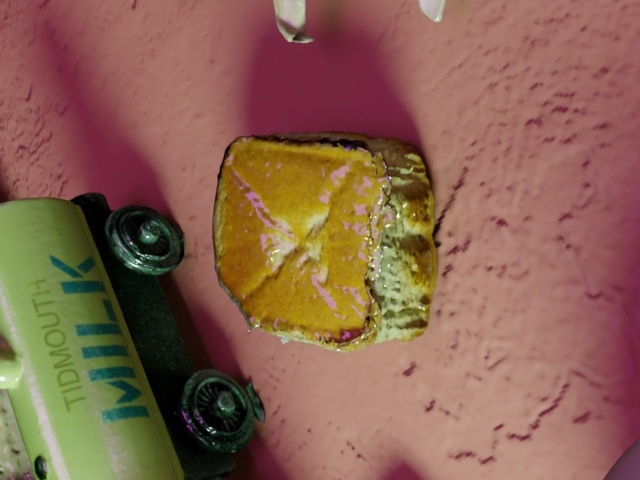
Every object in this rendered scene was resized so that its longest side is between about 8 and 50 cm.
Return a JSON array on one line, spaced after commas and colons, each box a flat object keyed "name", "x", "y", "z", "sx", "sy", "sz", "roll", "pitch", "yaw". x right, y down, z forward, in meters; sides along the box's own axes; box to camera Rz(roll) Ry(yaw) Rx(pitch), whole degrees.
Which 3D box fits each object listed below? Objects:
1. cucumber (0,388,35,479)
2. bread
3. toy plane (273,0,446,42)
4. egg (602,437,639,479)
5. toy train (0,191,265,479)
[{"name": "cucumber", "x": -0.300, "y": 0.083, "z": 0.811, "sx": 0.325, "sy": 0.105, "sz": 0.145, "roll": 68, "pitch": 156, "yaw": 17}, {"name": "bread", "x": 0.000, "y": 0.000, "z": 0.554, "sx": 0.140, "sy": 0.069, "sz": 0.127, "roll": 6, "pitch": 96, "yaw": 38}, {"name": "toy plane", "x": 0.004, "y": -0.235, "z": 0.523, "sx": 0.244, "sy": 0.092, "sz": 0.229, "roll": 46, "pitch": 123, "yaw": 22}, {"name": "egg", "x": 0.165, "y": 0.157, "z": 0.356, "sx": 0.151, "sy": 0.151, "sz": 0.209, "roll": 19, "pitch": 107, "yaw": 40}, {"name": "toy train", "x": -0.149, "y": 0.078, "z": 0.632, "sx": 0.105, "sy": 0.157, "sz": 0.253, "roll": -40, "pitch": 66, "yaw": 35}]
